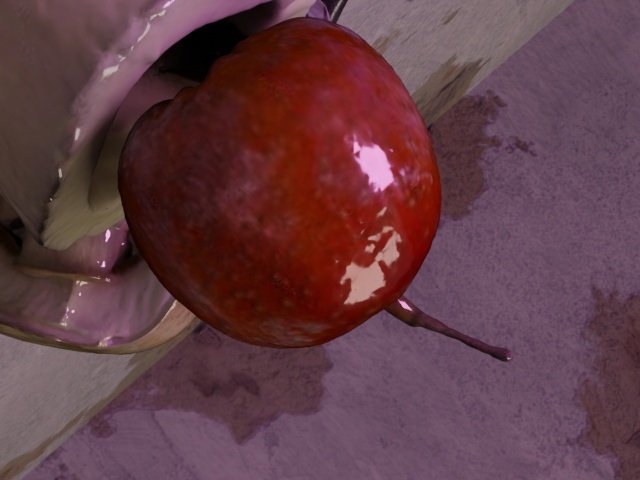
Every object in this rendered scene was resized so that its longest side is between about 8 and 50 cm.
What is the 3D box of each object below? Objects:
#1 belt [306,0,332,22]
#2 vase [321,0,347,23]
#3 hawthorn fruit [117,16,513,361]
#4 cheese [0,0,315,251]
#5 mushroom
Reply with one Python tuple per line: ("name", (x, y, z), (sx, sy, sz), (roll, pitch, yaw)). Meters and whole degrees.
("belt", (-0.124, -0.139, 1.501), (0.324, 0.115, 0.227), (-42, 174, 0))
("vase", (-0.010, -0.233, 1.632), (0.183, 0.120, 0.120), (-59, 170, 9))
("hawthorn fruit", (-0.029, -0.028, 1.054), (0.235, 0.263, 0.231), (-19, 155, 16))
("cheese", (-0.151, -0.156, 1.122), (0.292, 0.153, 0.332), (-41, 173, -26))
("mushroom", (-0.221, 0.008, 1.354), (0.189, 0.253, 0.195), (93, 9, -78))
